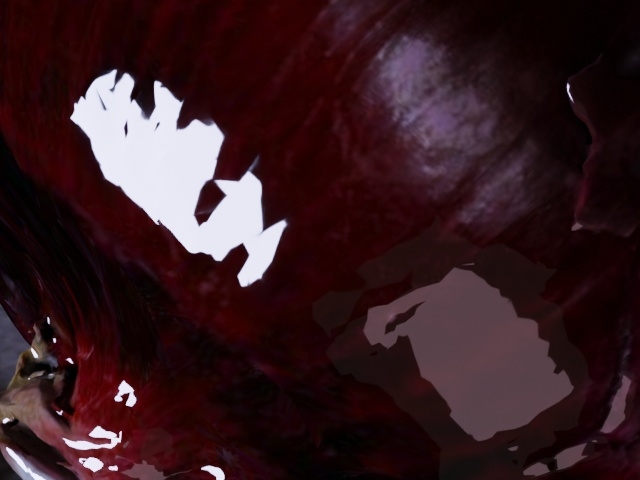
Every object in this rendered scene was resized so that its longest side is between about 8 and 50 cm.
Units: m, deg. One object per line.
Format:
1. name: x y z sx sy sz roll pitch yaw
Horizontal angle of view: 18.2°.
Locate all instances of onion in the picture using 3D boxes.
1. onion: 0.000 0.000 0.611 0.314 0.232 0.314 36 156 19
